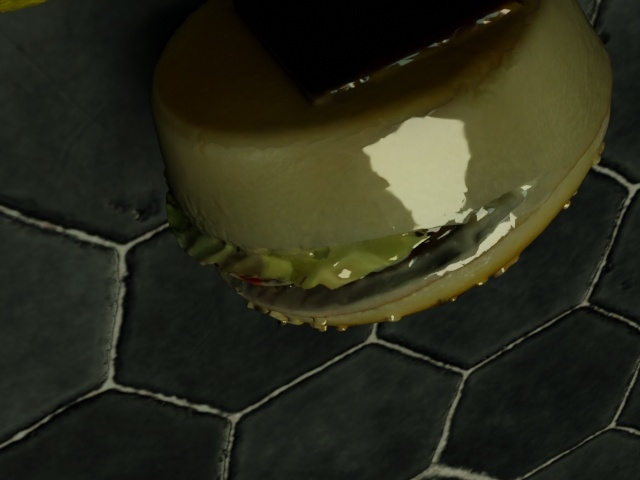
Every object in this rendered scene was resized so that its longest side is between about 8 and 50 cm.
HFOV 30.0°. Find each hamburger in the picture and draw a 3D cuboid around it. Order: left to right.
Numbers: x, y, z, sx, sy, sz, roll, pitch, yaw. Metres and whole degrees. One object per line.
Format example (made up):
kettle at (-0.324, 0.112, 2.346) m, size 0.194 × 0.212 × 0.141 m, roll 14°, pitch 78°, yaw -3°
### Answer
hamburger at (0.035, -0.076, 0.752) m, size 0.300 × 0.300 × 0.176 m, roll -29°, pitch 125°, yaw -6°

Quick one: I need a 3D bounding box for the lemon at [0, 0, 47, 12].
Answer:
lemon at (-0.162, -0.205, 0.588) m, size 0.193 × 0.180 × 0.181 m, roll -46°, pitch 137°, yaw 18°
